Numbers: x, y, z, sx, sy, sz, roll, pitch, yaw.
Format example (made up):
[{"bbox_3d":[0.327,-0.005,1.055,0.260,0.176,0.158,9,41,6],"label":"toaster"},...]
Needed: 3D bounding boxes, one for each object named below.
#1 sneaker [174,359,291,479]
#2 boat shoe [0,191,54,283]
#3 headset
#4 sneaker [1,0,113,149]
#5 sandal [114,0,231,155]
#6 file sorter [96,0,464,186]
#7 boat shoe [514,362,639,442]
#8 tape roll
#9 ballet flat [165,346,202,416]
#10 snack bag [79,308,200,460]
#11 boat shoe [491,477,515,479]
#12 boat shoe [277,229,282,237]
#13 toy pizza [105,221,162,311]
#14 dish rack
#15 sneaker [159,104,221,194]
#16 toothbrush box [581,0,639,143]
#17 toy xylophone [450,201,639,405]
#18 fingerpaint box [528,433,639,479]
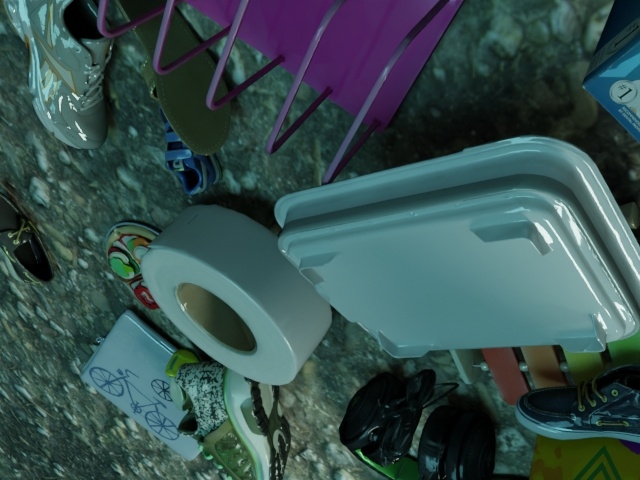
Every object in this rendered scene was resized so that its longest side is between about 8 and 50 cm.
[{"bbox_3d":[-0.162,0.354,1.232,0.182,0.158,0.411,2,120,13],"label":"sneaker"},{"bbox_3d":[-0.567,-0.007,1.264,0.068,0.081,0.228,11,138,22],"label":"boat shoe"},{"bbox_3d":[0.133,0.308,0.997,0.243,0.185,0.394,20,145,17],"label":"headset"},{"bbox_3d":[-0.325,-0.235,0.902,0.121,0.099,0.263,9,131,21],"label":"sneaker"},{"bbox_3d":[-0.189,-0.224,0.855,0.240,0.088,0.079,65,162,-17],"label":"sandal"},{"bbox_3d":[-0.044,-0.222,0.664,0.290,0.182,0.202,35,136,3],"label":"file sorter"},{"bbox_3d":[0.306,0.172,0.742,0.183,0.065,0.083,0,126,24],"label":"boat shoe"},{"bbox_3d":[-0.127,0.083,1.000,0.286,0.100,0.286,27,147,20],"label":"tape roll"},{"bbox_3d":[-0.236,0.306,1.272,0.077,0.077,0.231,2,125,28],"label":"ballet flat"},{"bbox_3d":[-0.334,0.303,1.404,0.323,0.037,0.342,39,134,-3],"label":"snack bag"},{"bbox_3d":[0.243,0.483,1.131,0.110,0.104,0.307,44,136,-7],"label":"boat shoe"},{"bbox_3d":[0.000,0.000,0.922,0.137,0.049,0.043,12,125,26],"label":"boat shoe"},{"bbox_3d":[-0.297,0.056,1.172,0.201,0.032,0.201,18,134,20],"label":"toy pizza"},{"bbox_3d":[0.133,0.039,0.674,0.332,0.072,0.285,-10,140,38],"label":"dish rack"},{"bbox_3d":[-0.185,-0.128,0.925,0.053,0.059,0.144,-1,124,36],"label":"sneaker"},{"bbox_3d":[0.336,-0.191,0.422,0.126,0.216,0.295,42,136,-5],"label":"toothbrush box"},{"bbox_3d":[0.288,0.084,0.782,0.322,0.081,0.236,-16,116,40],"label":"toy xylophone"},{"bbox_3d":[0.337,0.488,0.816,0.163,0.371,0.445,3,141,29],"label":"fingerpaint box"}]
